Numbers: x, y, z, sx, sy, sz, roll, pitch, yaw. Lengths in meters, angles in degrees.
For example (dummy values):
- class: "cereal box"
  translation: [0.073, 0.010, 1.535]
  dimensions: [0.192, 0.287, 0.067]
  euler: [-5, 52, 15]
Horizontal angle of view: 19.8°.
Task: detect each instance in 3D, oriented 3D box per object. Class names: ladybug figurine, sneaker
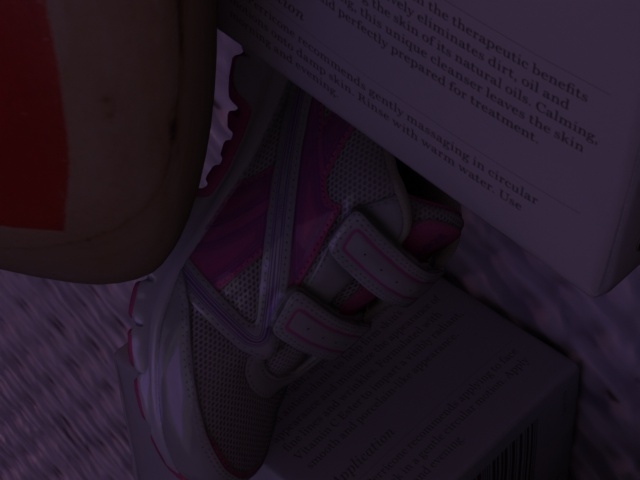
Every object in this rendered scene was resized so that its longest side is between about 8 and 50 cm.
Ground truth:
- class: "ladybug figurine"
  translation: [-0.140, -0.174, 0.671]
  dimensions: [0.305, 0.162, 0.449]
  euler: [-116, 20, -50]
- class: "sneaker"
  translation: [0.000, 0.000, 0.815]
  dimensions: [0.111, 0.103, 0.252]
  euler: [23, 98, 25]

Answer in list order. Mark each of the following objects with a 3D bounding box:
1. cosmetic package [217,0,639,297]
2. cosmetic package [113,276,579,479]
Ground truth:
- class: "cosmetic package"
  translation: [0.082, -0.181, 0.547]
  dimensions: [0.197, 0.155, 0.365]
  euler: [38, 147, 24]
- class: "cosmetic package"
  translation: [0.014, 0.107, 0.956]
  dimensions: [0.183, 0.151, 0.151]
  euler: [34, 147, 29]
